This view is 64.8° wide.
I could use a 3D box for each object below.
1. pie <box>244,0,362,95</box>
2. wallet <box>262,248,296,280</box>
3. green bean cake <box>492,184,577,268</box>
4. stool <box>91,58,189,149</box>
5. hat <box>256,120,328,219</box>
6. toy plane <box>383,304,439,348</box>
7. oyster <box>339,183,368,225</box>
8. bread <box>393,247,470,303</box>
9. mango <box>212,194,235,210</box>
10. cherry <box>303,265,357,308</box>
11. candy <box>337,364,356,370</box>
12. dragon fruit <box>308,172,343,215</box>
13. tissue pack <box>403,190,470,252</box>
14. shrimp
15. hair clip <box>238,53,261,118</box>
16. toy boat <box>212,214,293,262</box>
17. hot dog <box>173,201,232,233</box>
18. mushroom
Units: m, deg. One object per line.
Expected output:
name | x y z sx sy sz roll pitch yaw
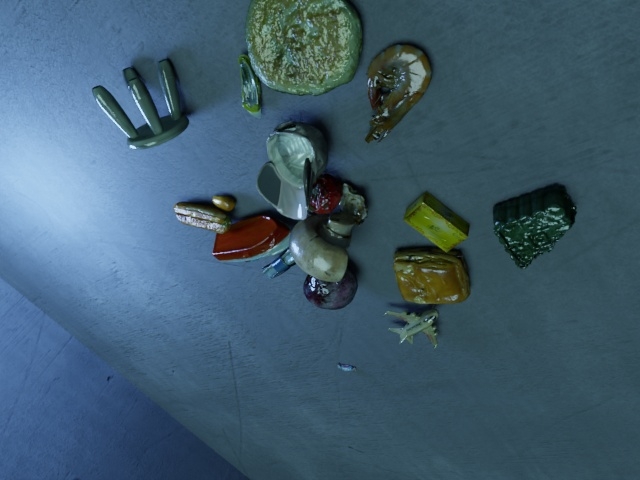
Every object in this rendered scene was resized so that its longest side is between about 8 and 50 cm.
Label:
pie | -0.049 -0.504 1.247 0.323 0.071 0.323 12 131 14
wallet | -0.104 0.062 1.752 0.202 0.141 0.059 -35 85 42
green bean cake | 0.597 -0.030 1.377 0.208 0.107 0.193 -23 118 36
stool | -0.513 -0.392 1.468 0.195 0.195 0.199 -3 127 27
hat | -0.061 -0.196 1.429 0.232 0.161 0.275 5 96 52
toy plane | 0.349 0.298 1.805 0.229 0.092 0.244 33 135 -5
oyster | 0.108 -0.107 1.560 0.103 0.051 0.148 27 139 24
bread | 0.357 0.123 1.630 0.235 0.099 0.211 -2 130 26
mango | -0.335 -0.132 1.740 0.089 0.046 0.060 22 145 19
cherry | 0.038 0.151 1.748 0.195 0.195 0.195 12 135 13
candy | 0.114 0.554 2.200 0.083 0.020 0.030 2 133 21
dragon fruit | 0.000 -0.139 1.524 0.130 0.142 0.121 -39 121 -2
tissue pack | 0.344 -0.053 1.498 0.176 0.062 0.095 35 135 -12
shrimp | 0.165 -0.368 1.281 0.152 0.063 0.287 34 132 -5
hair clip | -0.199 -0.431 1.405 0.060 0.033 0.188 13 137 16
toy boat | -0.217 0.005 1.755 0.331 0.145 0.133 -12 148 35
hot dog | -0.410 -0.087 1.788 0.250 0.076 0.104 10 141 27
mushroom | 0.000 0.000 1.556 0.188 0.254 0.195 12 122 -11
